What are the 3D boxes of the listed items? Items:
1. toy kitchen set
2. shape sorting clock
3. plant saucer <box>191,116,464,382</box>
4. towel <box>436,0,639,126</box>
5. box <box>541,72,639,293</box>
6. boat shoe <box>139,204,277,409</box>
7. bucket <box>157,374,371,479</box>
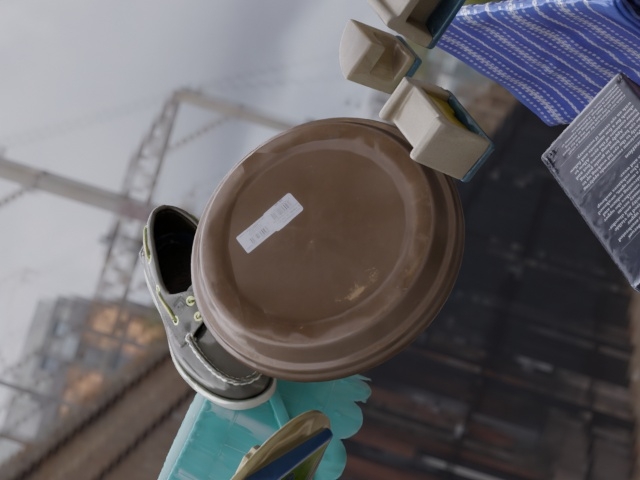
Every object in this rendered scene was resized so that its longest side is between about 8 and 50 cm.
[{"bbox_3d":[0.139,-0.176,1.513,0.122,0.166,0.207,14,-60,-42],"label":"toy kitchen set"},{"bbox_3d":[-0.061,0.224,1.497,0.206,0.040,0.206,-51,-15,-19],"label":"shape sorting clock"},{"bbox_3d":[0.000,0.000,1.738,0.041,0.277,0.278,51,-126,-59],"label":"plant saucer"},{"bbox_3d":[0.272,-0.182,1.885,0.336,0.243,0.040,2,67,55],"label":"towel"},{"bbox_3d":[0.308,-0.024,1.561,0.108,0.153,0.207,-48,37,16],"label":"box"},{"bbox_3d":[-0.138,0.075,2.135,0.305,0.109,0.091,-124,22,-44],"label":"boat shoe"},{"bbox_3d":[-0.075,0.248,2.224,0.281,0.183,0.281,-63,5,11],"label":"bucket"}]
